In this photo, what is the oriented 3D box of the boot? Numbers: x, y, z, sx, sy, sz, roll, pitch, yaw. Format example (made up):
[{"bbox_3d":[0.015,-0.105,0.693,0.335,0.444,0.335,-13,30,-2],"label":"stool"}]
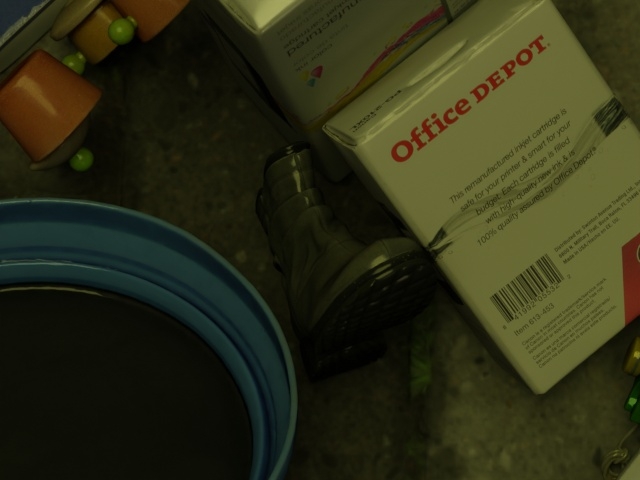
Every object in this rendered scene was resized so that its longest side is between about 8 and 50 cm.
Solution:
[{"bbox_3d":[0.000,0.000,1.413,0.083,0.246,0.161,-19,77,-16],"label":"boot"}]

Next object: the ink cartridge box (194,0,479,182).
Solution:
[{"bbox_3d":[0.031,-0.197,1.422,0.226,0.306,0.131,-40,69,-3],"label":"ink cartridge box"}]

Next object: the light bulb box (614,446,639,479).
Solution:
[{"bbox_3d":[0.387,0.219,1.310,0.361,0.225,0.358,37,83,16],"label":"light bulb box"}]

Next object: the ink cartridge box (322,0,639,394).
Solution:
[{"bbox_3d":[0.142,-0.038,1.418,0.172,0.100,0.237,-39,109,-4],"label":"ink cartridge box"}]

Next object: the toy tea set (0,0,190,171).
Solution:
[{"bbox_3d":[-0.104,-0.178,1.521,0.336,0.200,0.124,-44,105,9],"label":"toy tea set"}]

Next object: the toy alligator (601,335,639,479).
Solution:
[{"bbox_3d":[0.246,0.091,1.428,0.056,0.051,0.189,22,121,0],"label":"toy alligator"}]

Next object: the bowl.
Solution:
[{"bbox_3d":[-0.212,0.131,1.404,0.391,0.077,0.391,1,46,-1],"label":"bowl"}]

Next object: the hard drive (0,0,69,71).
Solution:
[{"bbox_3d":[-0.295,-0.318,1.639,0.210,0.040,0.319,-44,74,-6],"label":"hard drive"}]
